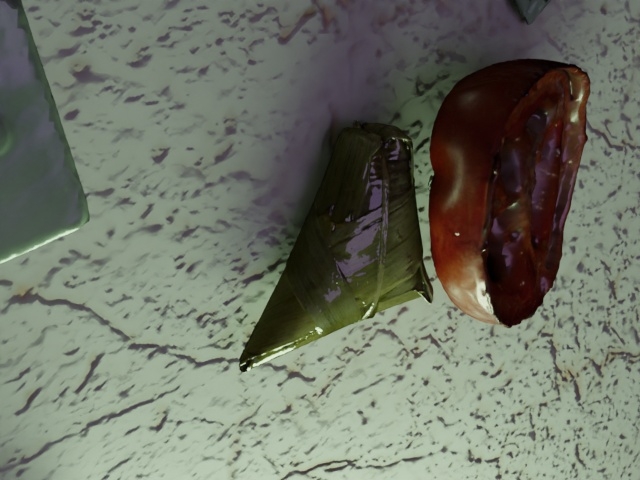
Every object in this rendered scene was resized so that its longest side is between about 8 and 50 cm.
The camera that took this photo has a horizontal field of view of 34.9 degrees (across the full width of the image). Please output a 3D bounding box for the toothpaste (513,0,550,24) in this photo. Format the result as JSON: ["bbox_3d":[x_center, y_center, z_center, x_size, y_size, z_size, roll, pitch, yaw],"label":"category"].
[{"bbox_3d":[0.135,-0.277,0.802,0.067,0.037,0.255,-51,132,-8],"label":"toothpaste"}]

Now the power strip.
[{"bbox_3d":[-0.212,-0.054,0.515,0.140,0.224,0.139,-26,120,-26],"label":"power strip"}]

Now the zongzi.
[{"bbox_3d":[0.000,0.000,0.787,0.176,0.078,0.160,-20,113,-24],"label":"zongzi"}]

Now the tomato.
[{"bbox_3d":[0.138,-0.048,0.827,0.228,0.101,0.227,-39,136,-52],"label":"tomato"}]
